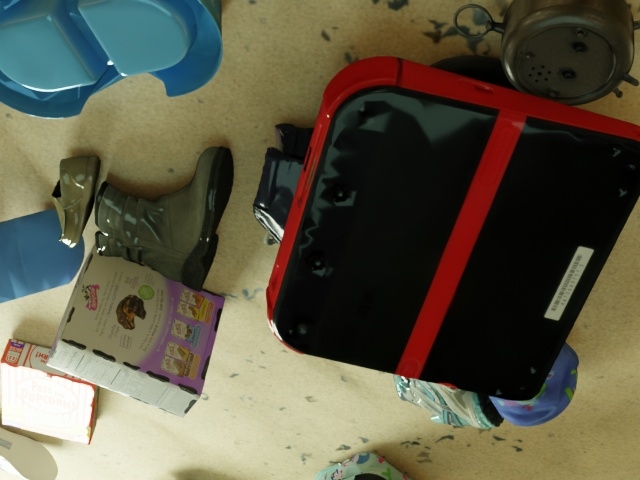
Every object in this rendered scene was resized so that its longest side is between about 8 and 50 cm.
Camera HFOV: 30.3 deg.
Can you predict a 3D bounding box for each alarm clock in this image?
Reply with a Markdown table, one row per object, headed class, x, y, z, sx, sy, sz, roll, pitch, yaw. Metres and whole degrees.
| class | x | y | z | sx | sy | sz | roll | pitch | yaw |
| --- | --- | --- | --- | --- | --- | --- | --- | --- | --- |
| alarm clock | 0.224 | -0.196 | 1.167 | 0.192 | 0.064 | 0.129 | 15 | 140 | 1 |

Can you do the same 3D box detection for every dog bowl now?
| class | x | y | z | sx | sy | sz | roll | pitch | yaw |
| --- | --- | --- | --- | --- | --- | --- | --- | --- | --- |
| dog bowl | -0.236 | -0.223 | 1.234 | 0.297 | 0.074 | 0.166 | -8 | 136 | 21 |

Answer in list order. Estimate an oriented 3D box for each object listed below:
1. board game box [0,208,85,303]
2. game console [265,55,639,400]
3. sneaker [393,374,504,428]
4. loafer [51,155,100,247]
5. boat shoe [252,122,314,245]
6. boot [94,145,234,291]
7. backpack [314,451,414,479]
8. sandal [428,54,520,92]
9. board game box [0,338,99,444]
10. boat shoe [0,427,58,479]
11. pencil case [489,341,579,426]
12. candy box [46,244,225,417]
| class | x | y | z | sx | sy | sz | roll | pitch | yaw |
| --- | --- | --- | --- | --- | --- | --- | --- | --- | --- |
| board game box | -0.396 | 0.014 | 1.551 | 0.169 | 0.033 | 0.133 | -17 | 133 | -19 |
| game console | 0.135 | 0.001 | 1.281 | 0.342 | 0.060 | 0.386 | 12 | 127 | -7 |
| sneaker | 0.140 | 0.173 | 1.583 | 0.122 | 0.110 | 0.283 | -13 | 134 | 31 |
| loafer | -0.308 | -0.053 | 1.469 | 0.050 | 0.056 | 0.148 | 18 | 130 | -6 |
| boat shoe | 0.000 | 0.000 | 1.414 | 0.158 | 0.127 | 0.340 | 13 | 131 | 5 |
| boot | -0.201 | -0.036 | 1.444 | 0.161 | 0.083 | 0.246 | 19 | 138 | 0 |
| backpack | 0.056 | 0.469 | 1.882 | 0.225 | 0.191 | 0.253 | 38 | 126 | -24 |
| sandal | 0.211 | -0.110 | 1.272 | 0.254 | 0.054 | 0.097 | 37 | 134 | -27 |
| board game box | -0.419 | 0.237 | 1.839 | 0.147 | 0.045 | 0.193 | 13 | 140 | -2 |
| boat shoe | -0.533 | 0.361 | 2.001 | 0.184 | 0.066 | 0.063 | 28 | 151 | -23 |
| pencil case | 0.225 | 0.106 | 1.474 | 0.133 | 0.119 | 0.306 | -21 | 131 | 19 |
| candy box | -0.241 | 0.119 | 1.564 | 0.196 | 0.165 | 0.070 | 24 | 137 | -13 |
